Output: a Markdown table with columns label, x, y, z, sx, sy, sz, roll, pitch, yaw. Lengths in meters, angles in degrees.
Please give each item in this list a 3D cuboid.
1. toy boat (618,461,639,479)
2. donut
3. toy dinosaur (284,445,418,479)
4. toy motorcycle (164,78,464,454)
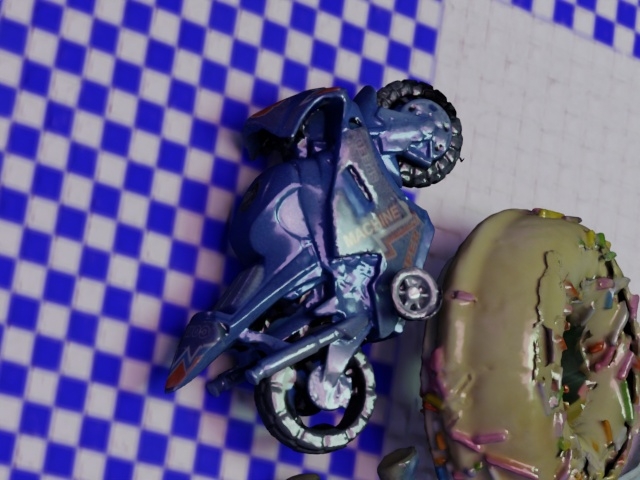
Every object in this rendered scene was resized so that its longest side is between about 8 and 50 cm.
| label | x | y | z | sx | sy | sz | roll | pitch | yaw |
| --- | --- | --- | --- | --- | --- | --- | --- | --- | --- |
| toy boat | 0.227 | 0.137 | 1.111 | 0.291 | 0.067 | 0.220 | -27 | 99 | -32 |
| donut | 0.115 | 0.066 | 1.008 | 0.174 | 0.068 | 0.175 | 10 | 78 | -57 |
| toy dinosaur | 0.011 | 0.211 | 0.940 | 0.247 | 0.075 | 0.188 | -31 | 104 | -41 |
| toy motorcycle | 0.000 | 0.000 | 0.966 | 0.114 | 0.076 | 0.205 | 27 | 69 | -18 |
